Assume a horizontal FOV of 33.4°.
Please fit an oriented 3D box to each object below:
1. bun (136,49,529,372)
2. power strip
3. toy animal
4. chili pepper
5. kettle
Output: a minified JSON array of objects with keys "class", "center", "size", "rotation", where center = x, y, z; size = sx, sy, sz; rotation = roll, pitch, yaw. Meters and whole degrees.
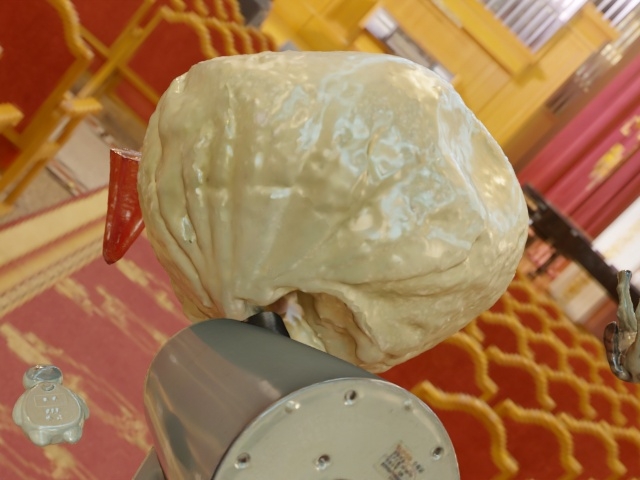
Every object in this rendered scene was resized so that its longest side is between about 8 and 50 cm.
[{"class":"bun","center":[0.000,0.000,0.934],"size":[0.348,0.352,0.227],"rotation":[24,60,-17]},{"class":"power strip","center":[-0.202,0.127,0.792],"size":[0.055,0.035,0.083],"rotation":[-2,34,-24]},{"class":"toy animal","center":[0.466,0.118,1.299],"size":[0.255,0.170,0.090],"rotation":[21,-6,-8]},{"class":"chili pepper","center":[-0.281,-0.043,1.529],"size":[0.088,0.169,0.065],"rotation":[21,11,19]},{"class":"kettle","center":[-0.049,0.158,0.704],"size":[0.160,0.211,0.243],"rotation":[30,-4,-25]}]
